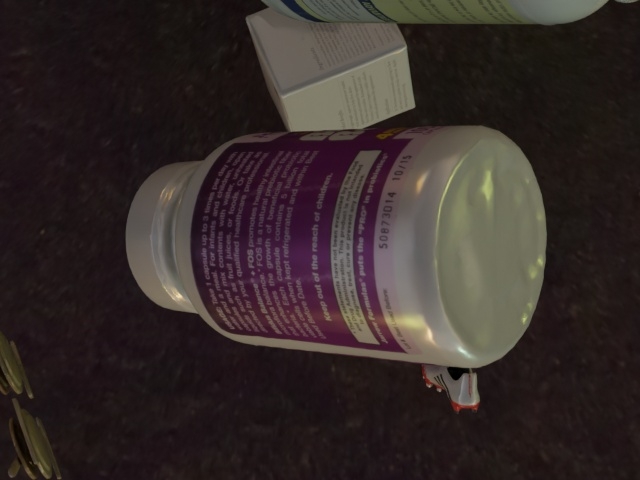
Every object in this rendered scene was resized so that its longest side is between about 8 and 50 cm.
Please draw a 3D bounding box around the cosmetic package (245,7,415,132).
[{"bbox_3d":[0.016,-0.245,1.560,0.184,0.151,0.151,-22,61,-3],"label":"cosmetic package"}]

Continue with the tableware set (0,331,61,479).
[{"bbox_3d":[-0.360,0.191,1.306,0.039,0.128,0.194,-22,71,-7],"label":"tableware set"}]

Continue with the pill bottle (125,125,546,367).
[{"bbox_3d":[0.000,0.000,0.846,0.302,0.169,0.169,2,111,38],"label":"pill bottle"}]

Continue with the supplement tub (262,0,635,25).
[{"bbox_3d":[0.106,-0.282,0.850,0.325,0.235,0.235,8,110,34],"label":"supplement tub"}]

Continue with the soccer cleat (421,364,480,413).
[{"bbox_3d":[0.098,0.100,0.847,0.029,0.083,0.035,-2,107,-14],"label":"soccer cleat"}]
